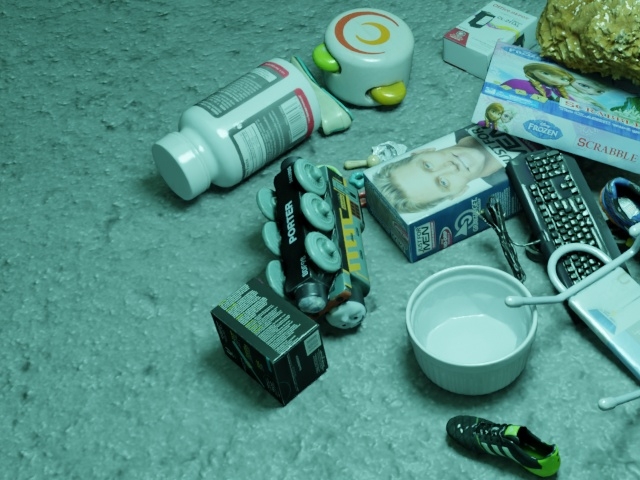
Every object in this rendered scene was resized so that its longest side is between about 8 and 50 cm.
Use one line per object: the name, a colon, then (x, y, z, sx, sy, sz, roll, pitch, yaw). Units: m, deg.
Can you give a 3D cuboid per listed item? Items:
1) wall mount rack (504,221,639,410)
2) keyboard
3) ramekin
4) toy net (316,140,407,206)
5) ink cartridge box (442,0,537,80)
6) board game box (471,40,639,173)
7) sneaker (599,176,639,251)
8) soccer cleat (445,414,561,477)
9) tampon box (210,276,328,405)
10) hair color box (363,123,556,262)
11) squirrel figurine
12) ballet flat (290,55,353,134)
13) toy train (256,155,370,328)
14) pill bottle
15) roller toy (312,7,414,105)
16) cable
wall mount rack: (0.456, 0.126, 1.510, 0.304, 0.130, 0.350, -29, 60, -19)
keyboard: (0.393, -0.007, 1.684, 0.201, 0.033, 0.317, -18, 66, -3)
ramekin: (0.242, 0.150, 1.579, 0.207, 0.109, 0.207, -5, 46, 5)
toy net: (0.087, -0.136, 1.928, 0.232, 0.045, 0.122, -33, 49, -21)
ink cartridge box: (0.372, -0.440, 2.157, 0.175, 0.072, 0.127, -39, 51, -25)
board game box: (0.460, -0.259, 1.853, 0.319, 0.066, 0.318, 18, 31, 5)
sneaker: (0.546, -0.022, 1.631, 0.083, 0.087, 0.221, -45, 65, 0)
soccer cleat: (0.270, 0.292, 1.459, 0.179, 0.072, 0.060, 18, 51, 25)
tampon box: (-0.083, 0.162, 1.611, 0.101, 0.120, 0.161, -38, 51, -23)
hair color box: (0.272, -0.111, 1.831, 0.347, 0.105, 0.174, -25, 47, -13)
squirrel figurine: (0.635, -0.388, 1.882, 0.397, 0.281, 0.370, -25, 57, -31)
ballet flat: (-0.022, -0.305, 2.094, 0.086, 0.086, 0.248, -25, 48, -15)
toy train: (0.000, 0.000, 1.715, 0.142, 0.190, 0.334, -37, 42, 28)
pill bottle: (-0.169, -0.216, 1.957, 0.318, 0.176, 0.176, -35, 51, -24)
roller toy: (0.102, -0.385, 2.098, 0.209, 0.146, 0.191, 18, 52, 12)
cable: (0.505, -0.024, 1.723, 0.287, 0.072, 0.139, 3, 57, 11)
